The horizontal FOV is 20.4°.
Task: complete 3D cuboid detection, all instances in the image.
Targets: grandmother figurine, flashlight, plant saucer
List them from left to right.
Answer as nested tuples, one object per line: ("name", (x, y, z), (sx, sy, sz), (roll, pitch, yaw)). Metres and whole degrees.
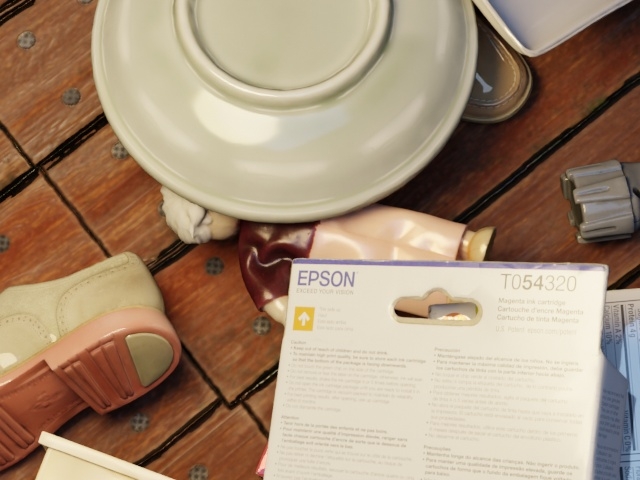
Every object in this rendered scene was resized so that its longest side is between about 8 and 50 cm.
("plant saucer", (-0.037, -0.218, 1.799), (0.400, 0.100, 0.400), (0, 71, 1))
("grandmother figurine", (-0.005, 0.000, 1.823), (0.342, 0.104, 0.208), (18, 64, 9))
("flashlight", (0.416, -0.055, 1.885), (0.304, 0.103, 0.103), (-11, 82, -2))

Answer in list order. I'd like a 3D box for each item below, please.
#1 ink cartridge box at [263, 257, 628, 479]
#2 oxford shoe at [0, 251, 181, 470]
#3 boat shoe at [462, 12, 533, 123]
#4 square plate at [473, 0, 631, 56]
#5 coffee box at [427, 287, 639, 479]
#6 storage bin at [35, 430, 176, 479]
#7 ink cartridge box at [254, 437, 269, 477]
("ink cartridge box", (0.101, 0.184, 1.534), (0.324, 0.071, 0.330), (1, 78, 35))
("oxford shoe", (-0.339, 0.140, 1.879), (0.397, 0.140, 0.146), (-22, 49, 2))
("boat shoe", (0.079, -0.246, 1.923), (0.341, 0.110, 0.121), (34, 82, 7))
("square plate", (0.205, -0.368, 1.899), (0.344, 0.049, 0.347), (-31, 78, -40))
("coffee box", (0.302, 0.235, 1.689), (0.334, 0.337, 0.338), (-6, 78, 12))
("storage bin", (-0.158, 0.313, 1.755), (0.262, 0.260, 0.123), (19, 73, 5))
("ink cartridge box", (0.022, 0.187, 1.866), (0.127, 0.072, 0.175), (21, 81, 6))
